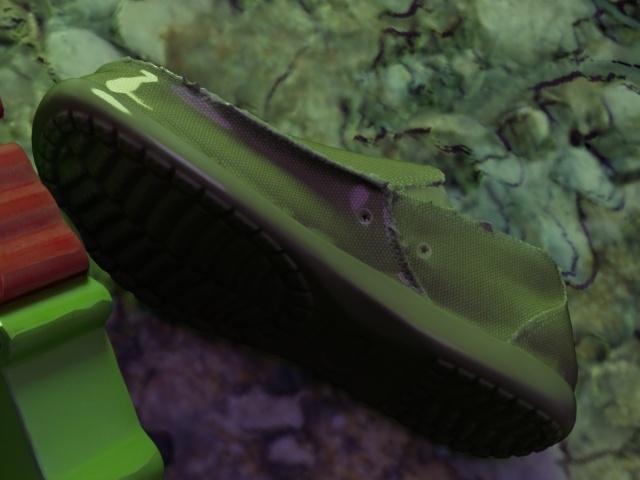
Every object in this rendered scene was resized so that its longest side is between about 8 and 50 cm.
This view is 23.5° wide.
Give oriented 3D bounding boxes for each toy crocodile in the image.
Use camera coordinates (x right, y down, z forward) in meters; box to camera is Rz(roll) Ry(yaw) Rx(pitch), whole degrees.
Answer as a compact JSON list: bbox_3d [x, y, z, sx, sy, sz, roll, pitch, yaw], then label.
[{"bbox_3d":[-0.165,-0.040,0.589,0.115,0.105,0.340,-15,70,-56],"label":"toy crocodile"}]

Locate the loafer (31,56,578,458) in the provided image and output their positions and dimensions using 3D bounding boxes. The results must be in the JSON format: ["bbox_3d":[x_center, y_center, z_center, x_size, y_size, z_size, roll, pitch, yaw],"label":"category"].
[{"bbox_3d":[0.000,0.000,0.668,0.268,0.102,0.092,33,52,-17],"label":"loafer"}]
